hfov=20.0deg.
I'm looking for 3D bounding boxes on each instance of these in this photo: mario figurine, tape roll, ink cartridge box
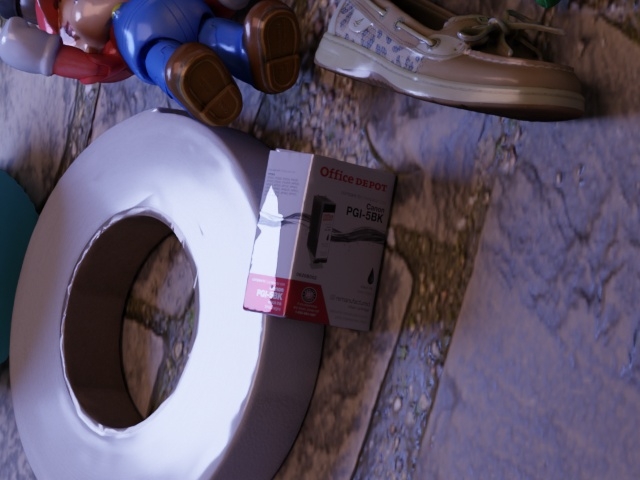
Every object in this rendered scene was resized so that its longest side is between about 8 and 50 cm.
[{"bbox_3d":[-0.167,-0.212,1.655,0.320,0.198,0.170,24,104,48],"label":"mario figurine"},{"bbox_3d":[-0.149,0.075,1.658,0.392,0.072,0.392,-13,72,46],"label":"tape roll"},{"bbox_3d":[0.000,0.000,1.489,0.056,0.099,0.135,8,87,48],"label":"ink cartridge box"}]

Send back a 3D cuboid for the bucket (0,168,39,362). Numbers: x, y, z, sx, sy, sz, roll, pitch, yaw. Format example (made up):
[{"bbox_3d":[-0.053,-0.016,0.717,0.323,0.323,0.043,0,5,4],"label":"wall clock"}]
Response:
[{"bbox_3d":[-0.421,0.019,1.827,0.183,0.281,0.281,16,93,47],"label":"bucket"}]

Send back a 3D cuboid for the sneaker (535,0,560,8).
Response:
[{"bbox_3d":[0.221,-0.274,1.305,0.123,0.109,0.295,47,141,0],"label":"sneaker"}]

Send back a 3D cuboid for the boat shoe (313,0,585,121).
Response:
[{"bbox_3d":[0.097,-0.152,1.415,0.285,0.104,0.089,21,100,49],"label":"boat shoe"}]

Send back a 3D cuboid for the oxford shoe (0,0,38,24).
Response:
[{"bbox_3d":[-0.247,-0.323,1.866,0.096,0.083,0.227,14,83,18],"label":"oxford shoe"}]
